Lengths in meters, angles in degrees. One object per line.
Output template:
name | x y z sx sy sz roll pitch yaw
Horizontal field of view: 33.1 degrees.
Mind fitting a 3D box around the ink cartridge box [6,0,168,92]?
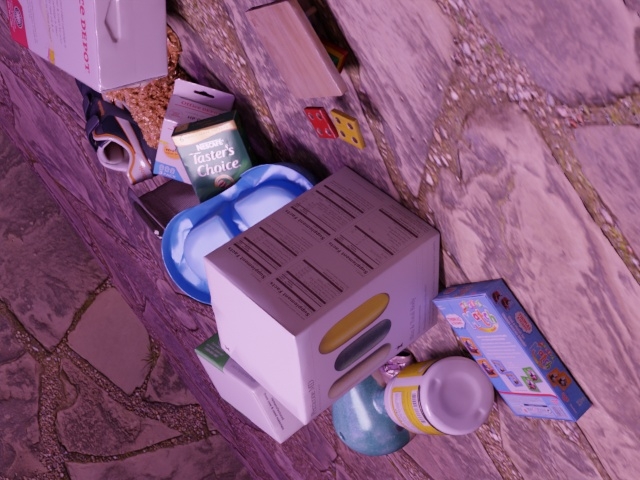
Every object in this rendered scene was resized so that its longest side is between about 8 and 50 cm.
ink cartridge box | -0.371 -0.386 1.669 0.306 0.131 0.226 31 131 40

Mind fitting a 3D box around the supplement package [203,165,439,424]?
supplement package | 0.007 0.073 1.515 0.198 0.262 0.199 38 149 34

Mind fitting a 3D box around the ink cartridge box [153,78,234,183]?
ink cartridge box | -0.209 -0.173 1.776 0.104 0.062 0.181 16 142 -5

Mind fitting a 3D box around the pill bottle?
pill bottle | 0.180 0.248 1.703 0.119 0.119 0.208 52 162 -3

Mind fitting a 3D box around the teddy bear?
teddy bear | -0.292 -0.245 1.890 0.245 0.113 0.338 44 160 13

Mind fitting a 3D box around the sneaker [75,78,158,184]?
sneaker | -0.429 -0.241 2.194 0.321 0.127 0.126 43 161 26

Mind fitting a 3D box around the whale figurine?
whale figurine | 0.068 0.281 1.989 0.216 0.141 0.272 14 138 61

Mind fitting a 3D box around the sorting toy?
sorting toy | -0.016 -0.240 1.358 0.275 0.046 0.132 58 160 -19

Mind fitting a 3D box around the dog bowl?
dog bowl | -0.112 -0.017 1.696 0.166 0.297 0.074 56 -156 -8

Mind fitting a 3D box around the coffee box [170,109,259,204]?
coffee box | -0.156 -0.110 1.731 0.040 0.113 0.184 -80 -25 -58

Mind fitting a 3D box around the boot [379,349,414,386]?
boot | 0.153 0.231 1.856 0.118 0.042 0.087 10 122 24

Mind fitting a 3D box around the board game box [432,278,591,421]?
board game box | 0.257 0.151 1.470 0.211 0.039 0.160 53 161 -7

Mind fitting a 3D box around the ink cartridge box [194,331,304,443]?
ink cartridge box | -0.028 0.168 1.775 0.211 0.289 0.122 23 144 54

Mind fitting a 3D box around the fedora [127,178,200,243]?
fedora | -0.270 -0.046 2.164 0.244 0.124 0.275 47 169 -4
